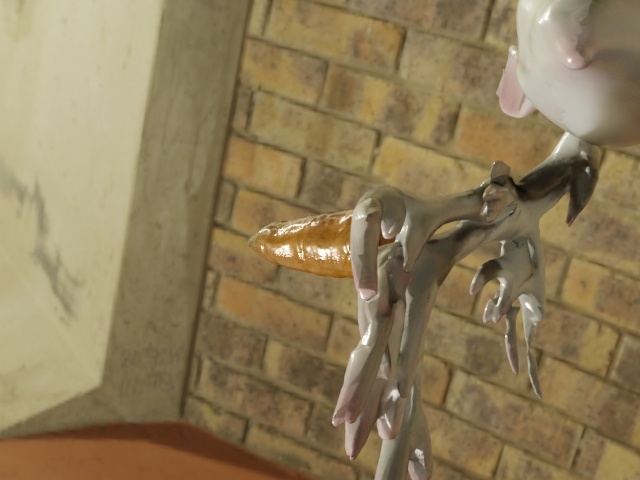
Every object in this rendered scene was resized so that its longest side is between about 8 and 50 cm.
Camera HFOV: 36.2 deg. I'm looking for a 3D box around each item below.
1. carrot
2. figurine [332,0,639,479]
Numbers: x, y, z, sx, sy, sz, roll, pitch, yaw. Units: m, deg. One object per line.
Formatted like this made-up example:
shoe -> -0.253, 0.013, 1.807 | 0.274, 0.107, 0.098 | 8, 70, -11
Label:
carrot -> 0.000, 0.000, 0.927 | 0.205, 0.072, 0.072 | 2, -171, 43
figurine -> 0.069, -0.081, 0.363 | 0.315, 0.206, 0.284 | 48, -139, -14
